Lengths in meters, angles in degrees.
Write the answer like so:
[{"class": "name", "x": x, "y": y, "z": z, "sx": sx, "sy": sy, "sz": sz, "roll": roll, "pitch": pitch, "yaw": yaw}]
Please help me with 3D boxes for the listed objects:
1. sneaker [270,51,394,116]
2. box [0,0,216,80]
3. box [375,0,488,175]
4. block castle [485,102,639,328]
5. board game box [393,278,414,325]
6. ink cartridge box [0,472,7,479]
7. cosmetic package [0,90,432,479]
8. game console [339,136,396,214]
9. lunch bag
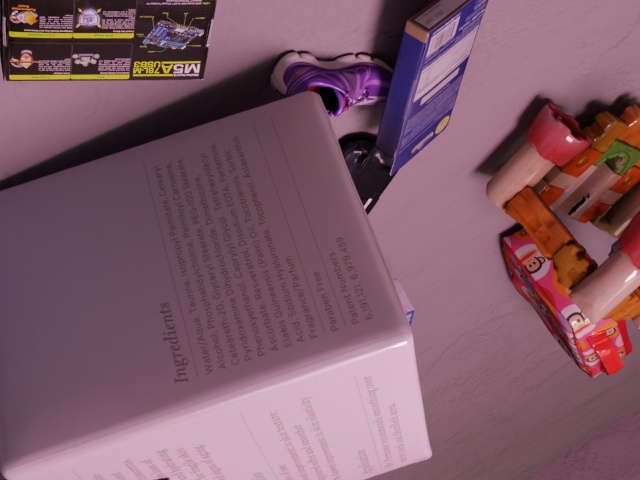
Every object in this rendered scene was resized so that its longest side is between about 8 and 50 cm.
[{"class": "sneaker", "x": 0.022, "y": -0.166, "z": 1.121, "sx": 0.170, "sy": 0.071, "sz": 0.068, "roll": -6, "pitch": 141, "yaw": -35}, {"class": "box", "x": -0.185, "y": -0.223, "z": 0.872, "sx": 0.190, "sy": 0.045, "sz": 0.184, "roll": -5, "pitch": 142, "yaw": -20}, {"class": "box", "x": 0.128, "y": -0.190, "z": 1.160, "sx": 0.136, "sy": 0.036, "sz": 0.225, "roll": -42, "pitch": 156, "yaw": -35}, {"class": "block castle", "x": 0.484, "y": -0.038, "z": 1.464, "sx": 0.453, "sy": 0.303, "sz": 0.213, "roll": 10, "pitch": 130, "yaw": -47}, {"class": "board game box", "x": -0.015, "y": 0.212, "z": 1.581, "sx": 0.318, "sy": 0.066, "sz": 0.318, "roll": -23, "pitch": 156, "yaw": -11}, {"class": "ink cartridge box", "x": -0.454, "y": 0.289, "z": 1.136, "sx": 0.129, "sy": 0.307, "sz": 0.223, "roll": 3, "pitch": 135, "yaw": -45}, {"class": "cosmetic package", "x": -0.120, "y": 0.104, "z": 1.082, "sx": 0.393, "sy": 0.327, "sz": 0.329, "roll": -18, "pitch": 148, "yaw": -2}, {"class": "game console", "x": 0.000, "y": 0.000, "z": 1.362, "sx": 0.213, "sy": 0.044, "sz": 0.361, "roll": 0, "pitch": 138, "yaw": -42}, {"class": "lunch bag", "x": 0.427, "y": 0.110, "z": 1.660, "sx": 0.120, "sy": 0.258, "sz": 0.293, "roll": -33, "pitch": 149, "yaw": 4}]
